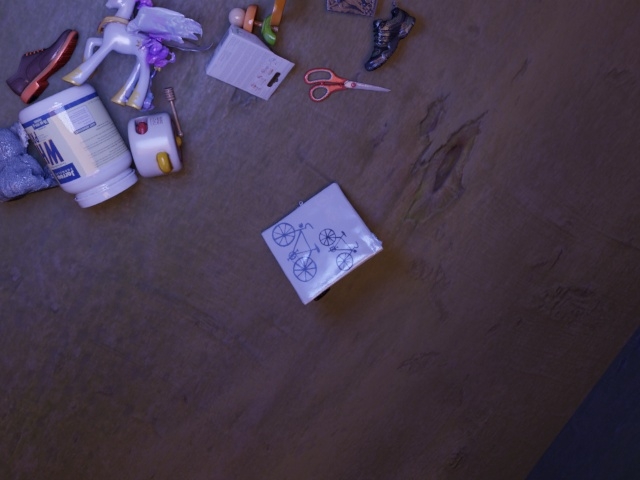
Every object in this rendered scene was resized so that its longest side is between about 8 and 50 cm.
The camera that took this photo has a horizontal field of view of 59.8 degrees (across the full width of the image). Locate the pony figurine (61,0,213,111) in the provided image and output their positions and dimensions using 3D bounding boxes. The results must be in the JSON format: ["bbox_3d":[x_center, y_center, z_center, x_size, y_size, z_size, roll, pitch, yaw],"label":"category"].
[{"bbox_3d":[-0.516,-0.565,1.599,0.350,0.303,0.364,21,90,-8],"label":"pony figurine"}]

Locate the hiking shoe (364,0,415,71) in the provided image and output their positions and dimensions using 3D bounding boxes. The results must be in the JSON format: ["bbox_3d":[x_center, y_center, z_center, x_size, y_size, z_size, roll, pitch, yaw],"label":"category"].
[{"bbox_3d":[0.204,-0.664,1.830,0.114,0.086,0.227,38,93,-7],"label":"hiking shoe"}]

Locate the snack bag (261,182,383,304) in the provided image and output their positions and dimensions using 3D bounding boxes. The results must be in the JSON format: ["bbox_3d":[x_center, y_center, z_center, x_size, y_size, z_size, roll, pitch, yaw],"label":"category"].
[{"bbox_3d":[0.000,0.000,1.933,0.342,0.037,0.323,-36,67,5],"label":"snack bag"}]

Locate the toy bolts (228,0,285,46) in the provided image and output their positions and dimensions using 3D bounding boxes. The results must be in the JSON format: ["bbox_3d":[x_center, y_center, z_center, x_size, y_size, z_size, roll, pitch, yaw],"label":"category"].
[{"bbox_3d":[-0.181,-0.737,1.672,0.158,0.218,0.229,15,88,-9],"label":"toy bolts"}]

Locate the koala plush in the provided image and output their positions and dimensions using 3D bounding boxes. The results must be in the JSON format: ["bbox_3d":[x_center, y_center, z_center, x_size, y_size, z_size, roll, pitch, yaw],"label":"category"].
[{"bbox_3d":[-0.944,-0.245,1.712,0.196,0.203,0.221,-19,100,-4],"label":"koala plush"}]

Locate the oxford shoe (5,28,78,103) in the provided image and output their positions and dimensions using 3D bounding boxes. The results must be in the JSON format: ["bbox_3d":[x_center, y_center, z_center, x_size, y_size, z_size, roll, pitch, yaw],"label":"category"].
[{"bbox_3d":[-0.835,-0.540,1.667,0.098,0.097,0.271,42,98,-15],"label":"oxford shoe"}]

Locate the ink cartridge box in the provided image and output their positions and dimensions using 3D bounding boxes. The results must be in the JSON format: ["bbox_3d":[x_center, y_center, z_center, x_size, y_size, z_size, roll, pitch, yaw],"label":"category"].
[{"bbox_3d":[-0.222,-0.557,1.757,0.224,0.056,0.181,15,142,-33],"label":"ink cartridge box"}]

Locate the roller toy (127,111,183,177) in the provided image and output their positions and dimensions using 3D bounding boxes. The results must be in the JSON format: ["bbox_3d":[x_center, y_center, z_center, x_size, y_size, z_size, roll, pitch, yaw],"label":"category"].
[{"bbox_3d":[-0.511,-0.301,1.754,0.146,0.209,0.191,-12,97,-7],"label":"roller toy"}]

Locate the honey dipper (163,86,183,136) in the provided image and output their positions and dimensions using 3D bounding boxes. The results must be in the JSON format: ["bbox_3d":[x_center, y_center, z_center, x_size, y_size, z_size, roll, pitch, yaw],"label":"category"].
[{"bbox_3d":[-0.476,-0.415,1.812,0.030,0.030,0.161,-12,115,-6],"label":"honey dipper"}]

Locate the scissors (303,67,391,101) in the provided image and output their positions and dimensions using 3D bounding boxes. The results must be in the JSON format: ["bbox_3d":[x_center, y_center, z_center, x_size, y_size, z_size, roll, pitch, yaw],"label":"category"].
[{"bbox_3d":[0.093,-0.536,1.876,0.297,0.021,0.109,-8,109,-6],"label":"scissors"}]

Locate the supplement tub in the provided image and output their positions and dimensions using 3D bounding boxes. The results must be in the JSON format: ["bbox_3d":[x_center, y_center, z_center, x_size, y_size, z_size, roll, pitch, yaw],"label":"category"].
[{"bbox_3d":[-0.726,-0.288,1.698,0.235,0.235,0.325,-25,112,-1],"label":"supplement tub"}]

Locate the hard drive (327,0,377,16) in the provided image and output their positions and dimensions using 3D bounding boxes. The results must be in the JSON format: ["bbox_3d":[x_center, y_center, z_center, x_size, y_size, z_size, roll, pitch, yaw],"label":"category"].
[{"bbox_3d":[0.107,-0.847,1.750,0.171,0.054,0.255,3,109,-11],"label":"hard drive"}]

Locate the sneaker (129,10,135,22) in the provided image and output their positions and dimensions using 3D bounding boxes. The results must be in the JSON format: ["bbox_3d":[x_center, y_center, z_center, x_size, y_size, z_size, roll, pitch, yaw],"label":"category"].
[{"bbox_3d":[-0.598,-0.685,1.684,0.067,0.042,0.119,-5,112,-12],"label":"sneaker"}]

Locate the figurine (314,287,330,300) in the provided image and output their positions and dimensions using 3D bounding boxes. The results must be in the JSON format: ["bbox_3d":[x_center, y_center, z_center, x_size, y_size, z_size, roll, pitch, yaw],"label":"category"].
[{"bbox_3d":[0.034,0.105,1.993,0.215,0.209,0.092,-44,111,6],"label":"figurine"}]
